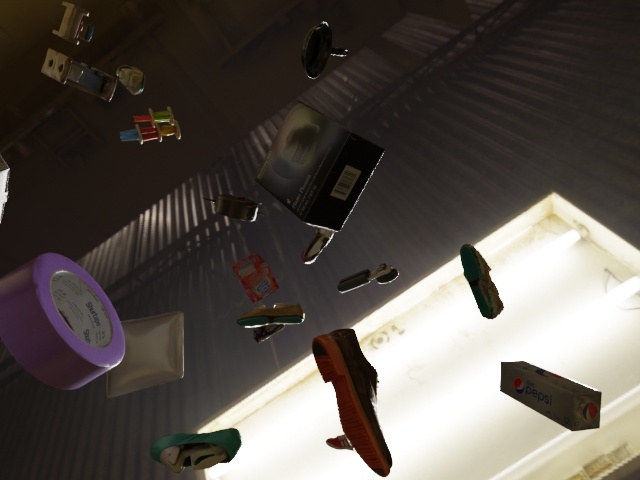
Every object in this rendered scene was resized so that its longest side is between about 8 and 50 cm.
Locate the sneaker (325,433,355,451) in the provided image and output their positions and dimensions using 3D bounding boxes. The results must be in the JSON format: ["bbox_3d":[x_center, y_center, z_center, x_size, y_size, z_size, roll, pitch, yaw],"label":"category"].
[{"bbox_3d":[0.077,0.578,1.300,0.042,0.118,0.067,-133,-124,-77],"label":"sneaker"}]

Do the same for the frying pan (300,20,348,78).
[{"bbox_3d":[0.017,-0.734,1.651,0.053,0.197,0.326,24,-128,17],"label":"frying pan"}]

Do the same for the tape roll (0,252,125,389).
[{"bbox_3d":[-0.531,0.164,0.921,0.090,0.275,0.275,-31,-148,-5],"label":"tape roll"}]

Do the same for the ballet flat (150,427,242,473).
[{"bbox_3d":[-0.310,0.509,1.061,0.247,0.083,0.087,-13,-165,8],"label":"ballet flat"}]

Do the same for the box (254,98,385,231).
[{"bbox_3d":[-0.015,-0.234,1.383,0.294,0.182,0.296,41,-71,40],"label":"box"}]

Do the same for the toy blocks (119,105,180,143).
[{"bbox_3d":[-0.469,-0.311,1.197,0.148,0.054,0.123,-14,-128,-25],"label":"toy blocks"}]

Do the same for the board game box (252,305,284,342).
[{"bbox_3d":[-0.246,0.405,2.163,0.170,0.141,0.048,-26,-129,-37],"label":"board game box"}]

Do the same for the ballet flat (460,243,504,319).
[{"bbox_3d":[0.496,0.122,1.358,0.077,0.241,0.091,-11,172,-26],"label":"ballet flat"}]

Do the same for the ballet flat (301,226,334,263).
[{"bbox_3d":[0.000,0.000,1.765,0.222,0.077,0.079,-57,-167,-8],"label":"ballet flat"}]

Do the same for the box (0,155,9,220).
[{"bbox_3d":[-0.875,-0.175,1.059,0.262,0.231,0.126,-38,176,43],"label":"box"}]

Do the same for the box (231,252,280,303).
[{"bbox_3d":[-0.275,0.151,1.847,0.128,0.123,0.257,-27,-163,-14],"label":"box"}]

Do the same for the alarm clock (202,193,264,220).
[{"bbox_3d":[-0.276,-0.110,1.369,0.192,0.064,0.129,14,-171,9],"label":"alarm clock"}]

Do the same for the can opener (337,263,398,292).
[{"bbox_3d":[0.203,0.175,1.954,0.280,0.093,0.074,-21,-163,29],"label":"can opener"}]

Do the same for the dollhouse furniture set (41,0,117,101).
[{"bbox_3d":[-0.595,-0.479,1.132,0.129,0.129,0.184,30,-79,33],"label":"dollhouse furniture set"}]

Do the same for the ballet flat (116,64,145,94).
[{"bbox_3d":[-0.435,-0.368,1.006,0.168,0.052,0.057,41,-68,55],"label":"ballet flat"}]

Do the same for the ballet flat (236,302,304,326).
[{"bbox_3d":[-0.173,0.254,1.528,0.232,0.080,0.073,1,-128,-13],"label":"ballet flat"}]

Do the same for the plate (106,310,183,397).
[{"bbox_3d":[-0.642,0.406,1.622,0.277,0.278,0.045,-5,-167,-38],"label":"plate"}]

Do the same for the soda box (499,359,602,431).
[{"bbox_3d":[0.625,0.419,1.231,0.286,0.091,0.098,-177,-92,-76],"label":"soda box"}]

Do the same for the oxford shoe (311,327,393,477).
[{"bbox_3d":[0.109,0.391,1.106,0.132,0.364,0.130,-15,165,-31],"label":"oxford shoe"}]
